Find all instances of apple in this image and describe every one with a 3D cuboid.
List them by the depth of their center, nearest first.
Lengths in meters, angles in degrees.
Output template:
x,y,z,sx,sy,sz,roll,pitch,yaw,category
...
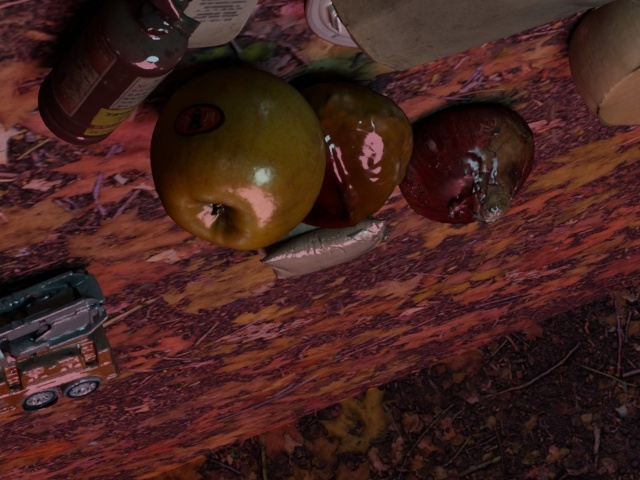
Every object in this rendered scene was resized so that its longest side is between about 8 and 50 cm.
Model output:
x,y,z,sx,sy,sz,roll,pitch,yaw,category
-0.080,-0.074,1.233,0.182,0.155,0.182,6,143,5,apple

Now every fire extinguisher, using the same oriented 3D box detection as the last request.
x,y,z,sx,sy,sz,roll,pitch,yaw,category
-0.166,-0.156,1.022,0.106,0.075,0.252,16,156,-24,fire extinguisher

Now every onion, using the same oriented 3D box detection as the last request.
x,y,z,sx,sy,sz,roll,pitch,yaw,category
0.183,-0.078,1.580,0.184,0.147,0.184,-15,149,-9,onion

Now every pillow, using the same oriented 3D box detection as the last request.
x,y,z,sx,sy,sz,roll,pitch,yaw,category
0.000,0.000,1.747,0.181,0.078,0.134,-18,164,2,pillow

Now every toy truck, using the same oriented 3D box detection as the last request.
x,y,z,sx,sy,sz,roll,pitch,yaw,category
-0.436,0.144,1.646,0.338,0.133,0.184,-17,154,-16,toy truck

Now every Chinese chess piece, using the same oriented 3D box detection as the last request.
x,y,z,sx,sy,sz,roll,pitch,yaw,category
0.401,-0.219,1.439,0.250,0.103,0.250,-17,163,-5,Chinese chess piece

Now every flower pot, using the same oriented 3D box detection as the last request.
x,y,z,sx,sy,sz,roll,pitch,yaw,category
0.114,-0.230,0.926,0.203,0.212,0.212,-18,167,32,flower pot

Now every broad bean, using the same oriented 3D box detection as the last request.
x,y,z,sx,sy,sz,roll,pitch,yaw,category
0.016,-0.097,1.376,0.122,0.156,0.228,-58,177,-30,broad bean

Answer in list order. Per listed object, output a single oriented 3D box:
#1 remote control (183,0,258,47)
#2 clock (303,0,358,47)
x,y,z,sx,sy,sz,roll,pitch,yaw,category
-0.059,-0.233,0.982,0.090,0.038,0.309,-9,161,-25,remote control
0.100,-0.233,1.132,0.244,0.056,0.244,-18,164,-5,clock
